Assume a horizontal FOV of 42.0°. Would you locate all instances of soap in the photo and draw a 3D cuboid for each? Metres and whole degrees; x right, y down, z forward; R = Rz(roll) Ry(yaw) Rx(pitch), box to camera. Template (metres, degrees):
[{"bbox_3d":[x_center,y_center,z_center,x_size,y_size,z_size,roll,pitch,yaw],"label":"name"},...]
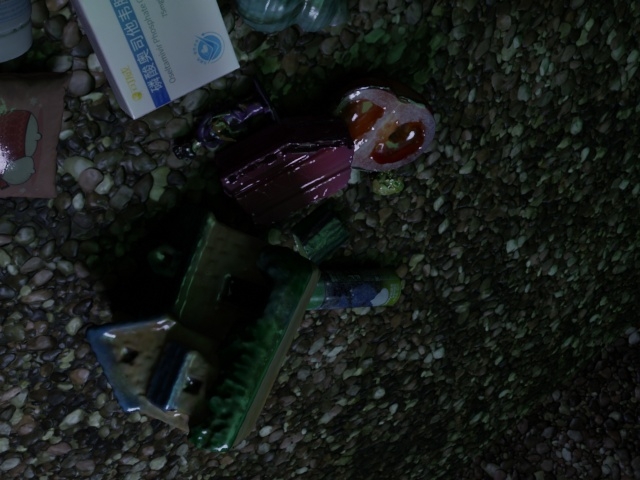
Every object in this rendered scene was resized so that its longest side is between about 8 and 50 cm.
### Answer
[{"bbox_3d":[-0.051,-0.138,1.566,0.250,0.099,0.162,-25,135,10],"label":"soap"}]

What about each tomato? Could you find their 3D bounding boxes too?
[{"bbox_3d":[0.105,-0.240,1.652,0.228,0.112,0.199,22,125,-27],"label":"tomato"}]

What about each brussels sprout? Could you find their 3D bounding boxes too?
[{"bbox_3d":[0.136,-0.133,1.802,0.058,0.085,0.085,-24,135,-32],"label":"brussels sprout"}]

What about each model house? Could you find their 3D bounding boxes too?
[{"bbox_3d":[-0.225,0.144,1.536,0.334,0.343,0.382,62,52,-82],"label":"model house"}]

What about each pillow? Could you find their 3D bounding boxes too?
[{"bbox_3d":[-0.497,-0.157,1.269,0.223,0.084,0.236,-3,129,-36],"label":"pillow"}]

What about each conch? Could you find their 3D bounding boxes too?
[{"bbox_3d":[-0.057,-0.436,1.338,0.277,0.195,0.220,38,67,-24],"label":"conch"}]

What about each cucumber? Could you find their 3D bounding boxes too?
[{"bbox_3d":[0.000,0.000,1.810,0.115,0.062,0.116,-40,140,-10],"label":"cucumber"}]

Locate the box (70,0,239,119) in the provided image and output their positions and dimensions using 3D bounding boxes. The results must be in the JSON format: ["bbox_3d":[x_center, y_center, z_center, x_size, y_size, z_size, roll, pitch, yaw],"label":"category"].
[{"bbox_3d":[-0.269,-0.374,1.253,0.200,0.065,0.343,-30,129,-15],"label":"box"}]

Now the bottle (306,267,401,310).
[{"bbox_3d":[0.036,0.110,1.903,0.330,0.093,0.093,0,123,-38],"label":"bottle"}]

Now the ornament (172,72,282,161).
[{"bbox_3d":[-0.173,-0.206,1.503,0.203,0.088,0.081,-32,163,5],"label":"ornament"}]

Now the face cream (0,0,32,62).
[{"bbox_3d":[-0.470,-0.328,1.080,0.177,0.177,0.152,-15,129,-29],"label":"face cream"}]
